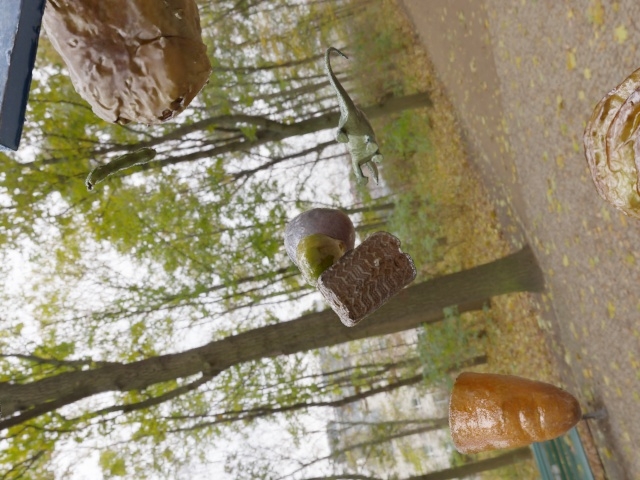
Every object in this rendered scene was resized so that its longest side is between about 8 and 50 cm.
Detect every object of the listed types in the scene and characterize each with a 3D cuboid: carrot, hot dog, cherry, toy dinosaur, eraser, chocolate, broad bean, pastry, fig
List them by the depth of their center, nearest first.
[{"bbox_3d":[0.424,-0.130,0.549,0.122,0.272,0.196,-117,4,-70],"label":"hot dog"},{"bbox_3d":[-0.451,-0.279,0.724,0.042,0.144,0.312,18,-100,-70],"label":"eraser"},{"bbox_3d":[-0.322,-0.357,0.906,0.162,0.255,0.311,-79,-20,-59],"label":"pastry"},{"bbox_3d":[0.379,0.332,1.017,0.159,0.225,0.159,20,-114,-54],"label":"carrot"},{"bbox_3d":[0.079,-0.223,1.131,0.147,0.076,0.363,-97,-17,-48],"label":"toy dinosaur"},{"bbox_3d":[0.107,0.086,1.237,0.148,0.214,0.093,54,165,7],"label":"chocolate"},{"bbox_3d":[-0.004,0.047,1.338,0.153,0.120,0.136,-69,-33,-47],"label":"fig"},{"bbox_3d":[0.000,0.000,1.567,0.266,0.213,0.183,-96,-11,-59],"label":"cherry"},{"bbox_3d":[-0.616,-0.233,1.641,0.256,0.052,0.053,-38,-87,-36],"label":"broad bean"}]
